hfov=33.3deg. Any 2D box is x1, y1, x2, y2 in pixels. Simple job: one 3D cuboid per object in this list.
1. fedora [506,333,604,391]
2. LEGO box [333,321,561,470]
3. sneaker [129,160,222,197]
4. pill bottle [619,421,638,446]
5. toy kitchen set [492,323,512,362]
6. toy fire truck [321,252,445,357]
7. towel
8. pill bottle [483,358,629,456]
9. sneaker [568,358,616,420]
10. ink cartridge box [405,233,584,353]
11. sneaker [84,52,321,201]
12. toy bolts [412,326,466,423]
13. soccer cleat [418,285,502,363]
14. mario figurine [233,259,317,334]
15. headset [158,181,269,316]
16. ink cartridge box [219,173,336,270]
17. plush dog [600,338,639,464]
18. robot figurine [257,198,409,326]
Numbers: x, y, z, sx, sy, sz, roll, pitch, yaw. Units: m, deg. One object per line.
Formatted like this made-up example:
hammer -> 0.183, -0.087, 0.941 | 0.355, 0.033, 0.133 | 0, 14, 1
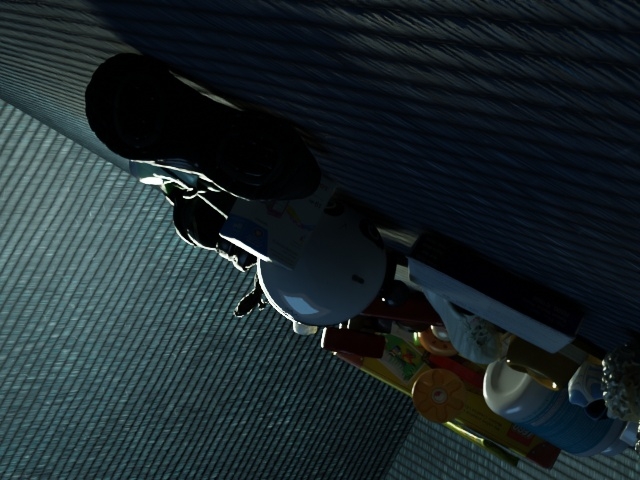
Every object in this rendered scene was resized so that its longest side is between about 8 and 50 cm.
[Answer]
fedora -> 0.328, 0.168, 1.570 | 0.194, 0.079, 0.194 | 28, 176, 2
LEGO box -> 0.287, 0.282, 2.350 | 0.500, 0.193, 0.372 | 28, 176, 2
sneaker -> -0.203, -0.104, 1.589 | 0.151, 0.094, 0.256 | 34, 174, 6
pill bottle -> 0.542, 0.300, 1.575 | 0.180, 0.108, 0.108 | 28, 175, 16
toy kitchen set -> 0.321, 0.157, 1.730 | 0.068, 0.075, 0.083 | 43, -149, -17
toy fire truck -> 0.142, 0.118, 1.760 | 0.254, 0.169, 0.302 | 9, 175, 5
towel -> 0.311, 0.401, 2.208 | 0.102, 0.021, 0.237 | 37, 172, -24
pill bottle -> 0.416, 0.277, 1.822 | 0.264, 0.146, 0.146 | 31, 175, -24
sneaker -> 0.461, 0.255, 1.708 | 0.085, 0.086, 0.237 | 21, 173, 46
ink cartridge box -> 0.213, 0.065, 1.330 | 0.223, 0.045, 0.224 | 27, 174, 9
sneaker -> -0.126, -0.107, 1.139 | 0.286, 0.109, 0.130 | 29, -178, 20
toy bolts -> 0.278, 0.228, 1.936 | 0.228, 0.218, 0.158 | 10, 168, 2
soccer cleat -> 0.211, 0.112, 1.531 | 0.196, 0.068, 0.076 | 52, 159, -27
mario figurine -> -0.067, 0.092, 2.394 | 0.320, 0.198, 0.170 | 36, 163, -24
headset -> -0.195, -0.005, 2.111 | 0.243, 0.185, 0.394 | 25, 163, 38
ink cartridge box -> -0.050, -0.039, 1.277 | 0.088, 0.122, 0.052 | 31, 171, -32
plush dog -> 0.405, 0.224, 1.122 | 0.211, 0.262, 0.225 | -10, 170, 22
robot figurine -> 0.001, 0.029, 1.454 | 0.209, 0.173, 0.278 | -15, 177, -3
